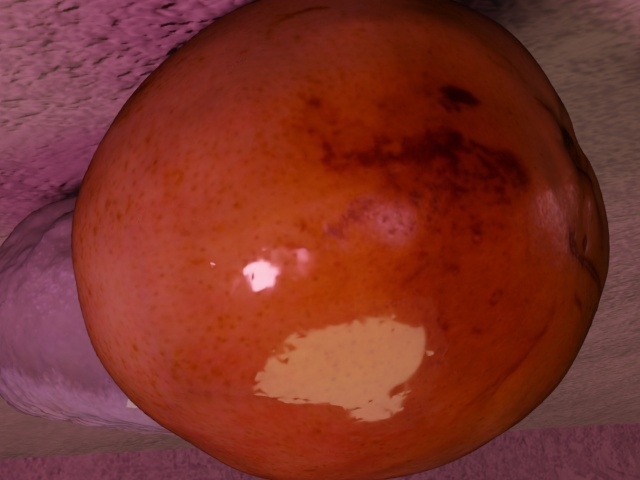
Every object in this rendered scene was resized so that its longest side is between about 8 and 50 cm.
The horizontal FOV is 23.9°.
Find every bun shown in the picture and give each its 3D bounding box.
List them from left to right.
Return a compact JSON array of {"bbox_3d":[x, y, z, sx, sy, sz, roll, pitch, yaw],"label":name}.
[{"bbox_3d":[-0.100,0.056,1.176,0.355,0.194,0.354,6,172,1],"label":"bun"}]

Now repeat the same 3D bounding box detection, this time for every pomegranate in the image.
[{"bbox_3d":[0.000,0.000,0.877,0.319,0.319,0.319,-7,165,-2],"label":"pomegranate"}]
